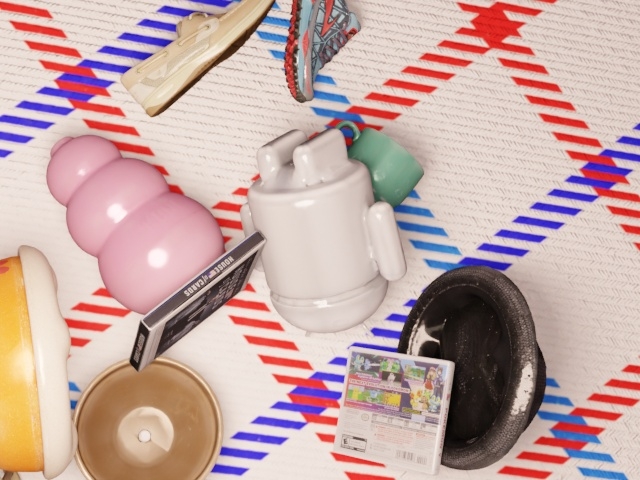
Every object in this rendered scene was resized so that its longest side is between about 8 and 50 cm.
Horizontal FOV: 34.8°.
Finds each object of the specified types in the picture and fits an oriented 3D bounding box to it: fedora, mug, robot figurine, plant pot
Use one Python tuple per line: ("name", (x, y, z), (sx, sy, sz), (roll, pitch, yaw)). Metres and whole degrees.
("fedora", (0.273, 0.215, 1.701), (0.152, 0.334, 0.334), (15, 82, -40))
("mug", (0.086, -0.121, 1.742), (0.157, 0.129, 0.097), (34, 82, 26))
("robot figurine", (0.000, 0.000, 1.650), (0.200, 0.300, 0.353), (-33, 119, -46))
("plant pot", (-0.279, 0.310, 1.645), (0.237, 0.110, 0.237), (4, 72, -11))

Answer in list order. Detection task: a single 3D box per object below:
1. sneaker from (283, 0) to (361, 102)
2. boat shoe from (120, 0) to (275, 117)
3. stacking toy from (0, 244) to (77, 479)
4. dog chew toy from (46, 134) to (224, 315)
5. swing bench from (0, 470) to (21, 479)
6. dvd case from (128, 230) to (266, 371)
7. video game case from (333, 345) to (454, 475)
("sneaker", (0.010, -0.362, 1.761), (0.125, 0.104, 0.262), (9, 84, -9))
("boat shoe", (-0.204, -0.340, 1.729), (0.302, 0.109, 0.098), (-42, 93, -4))
("stacking toy", (-0.607, 0.202, 1.465), (0.480, 0.350, 0.351), (-7, 86, -19))
("dog chew toy", (-0.310, -0.038, 1.645), (0.206, 0.206, 0.332), (-42, 84, -9))
("swing bench", (-0.547, 0.510, 1.579), (0.253, 0.165, 0.255), (-28, 95, -10))
("dvd case", (-0.193, 0.096, 1.593), (0.238, 0.179, 0.029), (-38, 78, -29))
("video game case", (0.120, 0.278, 1.694), (0.201, 0.023, 0.183), (5, 82, 38))
